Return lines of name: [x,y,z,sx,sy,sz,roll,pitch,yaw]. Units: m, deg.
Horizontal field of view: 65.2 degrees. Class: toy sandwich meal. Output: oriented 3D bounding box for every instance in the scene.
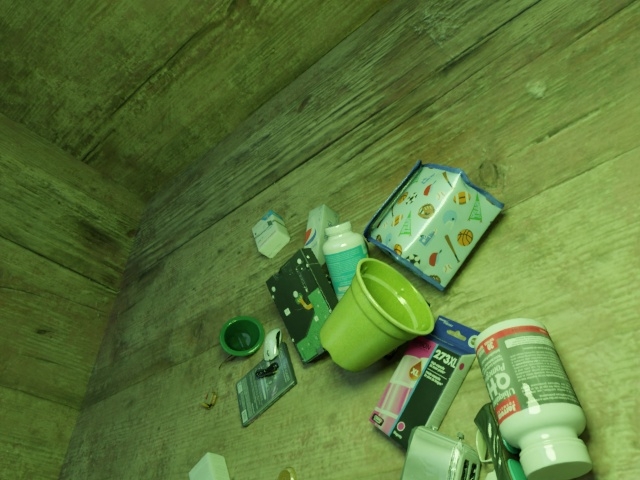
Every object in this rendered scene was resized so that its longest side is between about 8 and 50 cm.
toy sandwich meal: [-0.455,0.650,2.048,0.086,0.029,0.085,-30,42,31]

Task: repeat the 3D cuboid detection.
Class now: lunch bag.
lunch bag: [0.318,-0.072,1.592,0.328,0.239,0.385,-52,19,3]

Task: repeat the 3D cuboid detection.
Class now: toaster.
toaster: [0.279,0.562,1.184,0.146,0.129,0.227,-4,57,45]

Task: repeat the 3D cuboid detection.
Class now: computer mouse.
computer mouse: [-0.192,0.415,1.888,0.106,0.042,0.193,-27,43,35]

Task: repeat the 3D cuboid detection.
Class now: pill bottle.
pill bottle: [0.466,0.347,1.102,0.176,0.176,0.318,-34,40,27]
pill bottle: [0.093,0.072,1.682,0.146,0.264,0.146,-17,7,2]

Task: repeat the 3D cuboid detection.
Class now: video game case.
video game case: [-0.207,0.533,1.864,0.274,0.026,0.196,-43,36,14]

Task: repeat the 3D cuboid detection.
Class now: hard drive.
hard drive: [-0.044,0.227,1.733,0.237,0.064,0.339,-44,63,36]

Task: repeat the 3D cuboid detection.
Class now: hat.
hat: [-0.330,0.430,2.095,0.209,0.183,0.173,-1,58,0]

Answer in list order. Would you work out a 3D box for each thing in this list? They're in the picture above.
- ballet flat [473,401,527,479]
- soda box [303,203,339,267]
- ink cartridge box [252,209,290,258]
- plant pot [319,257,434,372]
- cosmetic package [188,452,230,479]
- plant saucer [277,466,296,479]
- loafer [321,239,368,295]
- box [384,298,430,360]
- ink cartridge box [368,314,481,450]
ballet flat: [0.411,0.501,1.123,0.096,0.095,0.280,-46,24,28]
soda box: [0.000,0.000,2.008,0.091,0.098,0.286,-23,46,37]
ink cartridge box: [-0.230,-0.030,2.316,0.139,0.082,0.190,-45,34,13]
plant pot: [0.138,0.235,1.448,0.254,0.276,0.276,-49,34,25]
cosmetic package: [-0.372,0.866,1.727,0.117,0.085,0.231,-48,37,9]
plant saucer: [-0.110,0.753,1.573,0.083,0.015,0.083,-30,41,30]
loafer: [0.052,0.136,1.838,0.366,0.134,0.130,-49,-2,11]
box: [0.219,0.243,1.587,0.220,0.051,0.175,-55,35,0]
ink cartridge box: [0.292,0.383,1.380,0.176,0.069,0.371,20,74,54]
